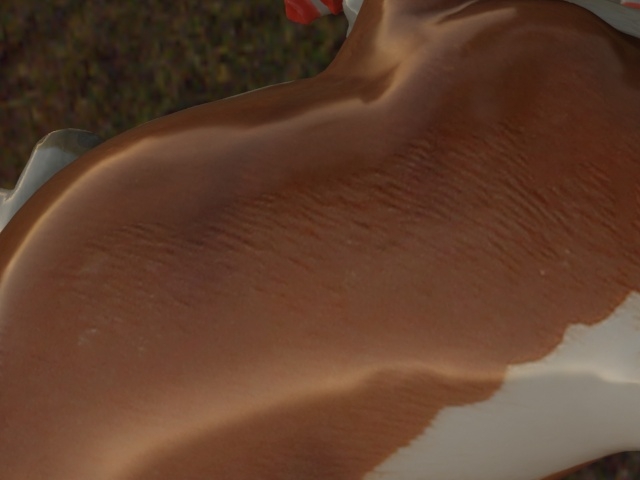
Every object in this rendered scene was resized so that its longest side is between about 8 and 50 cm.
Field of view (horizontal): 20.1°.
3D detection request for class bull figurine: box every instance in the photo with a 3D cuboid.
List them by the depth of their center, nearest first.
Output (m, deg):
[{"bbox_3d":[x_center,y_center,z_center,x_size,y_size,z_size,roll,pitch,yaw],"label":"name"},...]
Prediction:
[{"bbox_3d":[0.000,0.000,0.394,0.310,0.101,0.188,-21,47,5],"label":"bull figurine"}]

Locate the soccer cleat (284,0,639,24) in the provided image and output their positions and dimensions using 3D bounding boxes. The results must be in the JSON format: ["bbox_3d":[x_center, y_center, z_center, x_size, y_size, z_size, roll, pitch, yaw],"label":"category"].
[{"bbox_3d":[0.047,-0.096,0.489,0.076,0.068,0.196,-44,27,-18],"label":"soccer cleat"}]
